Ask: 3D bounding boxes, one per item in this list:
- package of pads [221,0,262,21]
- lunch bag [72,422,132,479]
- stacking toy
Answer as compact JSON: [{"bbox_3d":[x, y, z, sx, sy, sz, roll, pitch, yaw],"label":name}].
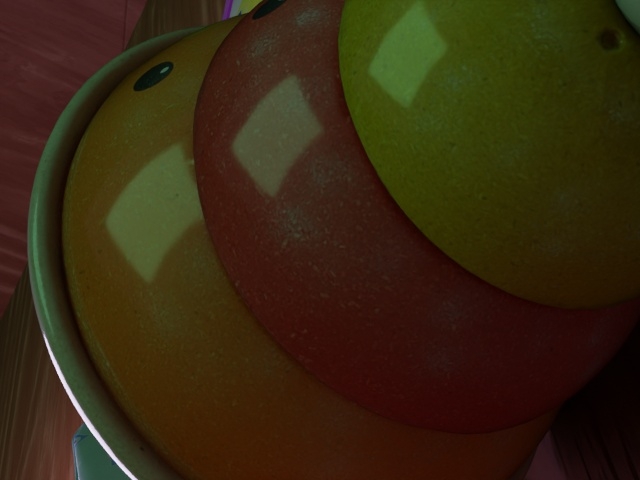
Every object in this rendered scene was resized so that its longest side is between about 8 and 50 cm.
[{"bbox_3d":[-0.035,-0.328,1.840,0.229,0.101,0.296,-50,26,48],"label":"package of pads"},{"bbox_3d":[-0.077,0.190,1.209,0.224,0.108,0.279,-26,24,-3],"label":"lunch bag"},{"bbox_3d":[0.094,-0.059,0.757,0.480,0.350,0.350,-40,33,48],"label":"stacking toy"}]
